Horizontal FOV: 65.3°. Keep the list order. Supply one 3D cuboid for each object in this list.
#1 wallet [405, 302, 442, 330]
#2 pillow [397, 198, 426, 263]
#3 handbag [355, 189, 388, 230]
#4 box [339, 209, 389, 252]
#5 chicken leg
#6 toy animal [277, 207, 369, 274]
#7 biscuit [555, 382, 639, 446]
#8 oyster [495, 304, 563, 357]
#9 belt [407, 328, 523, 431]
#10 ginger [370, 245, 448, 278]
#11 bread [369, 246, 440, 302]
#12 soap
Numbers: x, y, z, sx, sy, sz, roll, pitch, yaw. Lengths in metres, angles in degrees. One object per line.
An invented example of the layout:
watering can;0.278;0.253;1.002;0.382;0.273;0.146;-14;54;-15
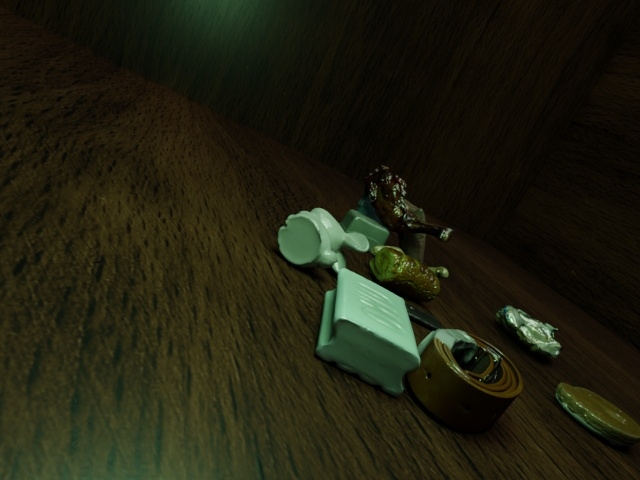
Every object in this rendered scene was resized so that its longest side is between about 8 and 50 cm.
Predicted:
wallet;0.229;0.181;1.250;0.156;0.018;0.082;27;14;-5
pillow;0.324;-0.024;1.790;0.083;0.236;0.223;-6;14;-5
handbag;0.203;-0.118;1.827;0.144;0.221;0.057;21;7;-24
box;0.146;-0.031;1.675;0.172;0.093;0.124;24;15;-18
chicken leg;0.277;-0.100;1.660;0.095;0.158;0.407;6;34;-44
toy animal;0.000;0.005;1.201;0.178;0.128;0.193;39;16;29
biscuit;0.663;0.419;1.189;0.208;0.049;0.181;20;16;-31
oyster;0.642;0.288;1.547;0.214;0.083;0.222;30;19;20
belt;0.260;0.247;0.912;0.184;0.105;0.261;37;19;23
ginger;0.251;0.077;1.517;0.258;0.065;0.149;17;-18;-18
bread;0.234;0.094;1.385;0.172;0.103;0.132;28;14;-23
soap;0.085;0.154;0.921;0.159;0.088;0.265;28;14;-3
